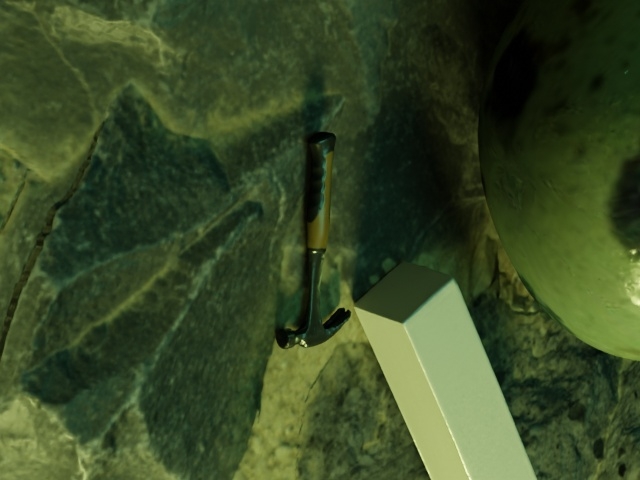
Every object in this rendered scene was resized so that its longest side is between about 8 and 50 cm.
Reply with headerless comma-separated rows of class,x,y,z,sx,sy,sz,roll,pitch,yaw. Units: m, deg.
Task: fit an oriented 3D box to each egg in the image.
egg,0.319,-0.082,1.319,0.345,0.345,0.428,-19,126,-36

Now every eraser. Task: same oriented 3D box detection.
eraser,0.132,0.165,1.395,0.078,0.076,0.298,-40,123,-25

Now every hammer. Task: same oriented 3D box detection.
hammer,0.000,0.000,1.281,0.078,0.021,0.201,-5,105,-39
